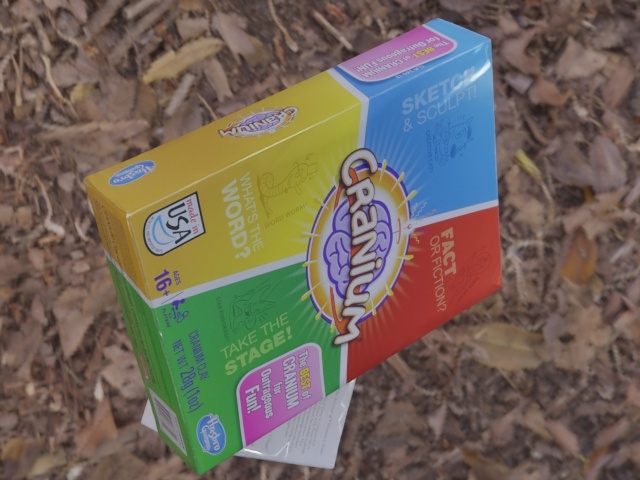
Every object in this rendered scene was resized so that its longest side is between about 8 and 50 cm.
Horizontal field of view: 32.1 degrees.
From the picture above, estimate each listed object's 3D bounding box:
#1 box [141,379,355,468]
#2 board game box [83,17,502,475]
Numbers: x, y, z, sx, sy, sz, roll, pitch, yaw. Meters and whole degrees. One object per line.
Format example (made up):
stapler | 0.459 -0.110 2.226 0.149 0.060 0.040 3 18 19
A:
box | -0.061 0.133 1.045 0.170 0.091 0.130 18 86 -37
board game box | 0.000 0.000 0.848 0.317 0.064 0.242 -29 129 -25
